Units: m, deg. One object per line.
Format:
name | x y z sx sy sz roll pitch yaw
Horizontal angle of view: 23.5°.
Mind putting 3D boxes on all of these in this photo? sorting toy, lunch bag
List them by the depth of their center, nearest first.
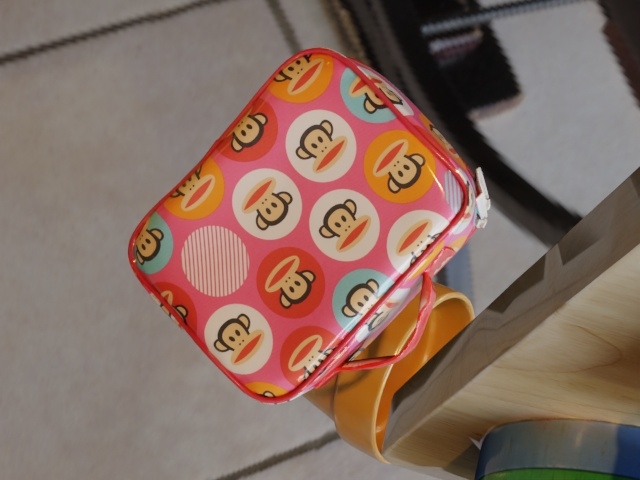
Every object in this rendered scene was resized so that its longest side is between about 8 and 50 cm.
sorting toy | 0.164 0.088 0.422 0.257 0.255 0.089 17 68 -7
lunch bag | 0.000 0.000 1.394 0.293 0.120 0.258 -45 80 11

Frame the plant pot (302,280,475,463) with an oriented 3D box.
plant pot | 0.041 0.118 1.726 0.188 0.205 0.205 24 59 28
